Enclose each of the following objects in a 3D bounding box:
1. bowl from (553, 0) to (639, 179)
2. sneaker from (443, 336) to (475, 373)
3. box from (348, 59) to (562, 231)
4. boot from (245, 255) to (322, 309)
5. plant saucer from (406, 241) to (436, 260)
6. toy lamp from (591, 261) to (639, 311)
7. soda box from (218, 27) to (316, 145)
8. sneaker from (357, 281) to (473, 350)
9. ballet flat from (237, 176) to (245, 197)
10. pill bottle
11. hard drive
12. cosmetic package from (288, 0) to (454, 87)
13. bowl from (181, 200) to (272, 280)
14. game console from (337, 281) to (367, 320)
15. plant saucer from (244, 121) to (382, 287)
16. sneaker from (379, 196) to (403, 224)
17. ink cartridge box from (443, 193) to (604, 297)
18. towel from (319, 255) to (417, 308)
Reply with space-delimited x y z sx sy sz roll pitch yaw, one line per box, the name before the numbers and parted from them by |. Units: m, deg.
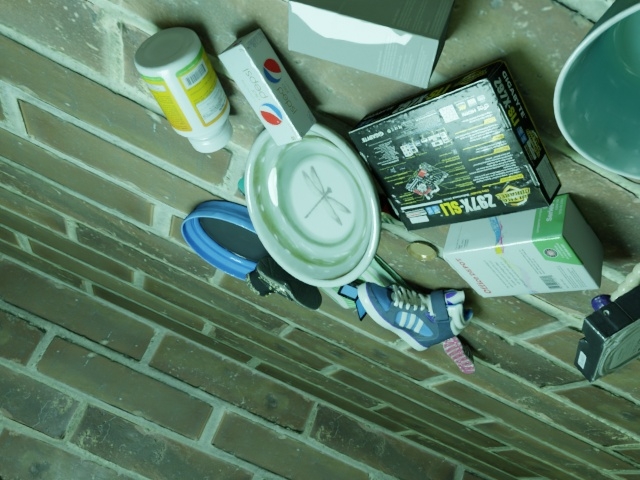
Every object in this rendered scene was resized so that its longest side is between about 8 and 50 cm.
bowl | 0.482 -0.235 0.704 0.311 0.163 0.311 17 150 10
sneaker | 0.473 0.372 1.844 0.063 0.075 0.170 -31 103 26
box | 0.241 -0.157 1.017 0.322 0.079 0.257 -12 121 48
boot | -0.122 0.148 1.703 0.236 0.085 0.178 36 151 -12
plant saucer | 0.271 0.026 1.445 0.083 0.015 0.083 17 152 10
toy lamp | 0.648 0.045 1.066 0.080 0.080 0.274 22 128 1
soda box | -0.101 -0.297 1.066 0.074 0.069 0.216 -6 129 42
sneaker | 0.294 0.177 1.569 0.236 0.130 0.323 -38 115 27
ballet flat | -0.149 -0.094 1.432 0.188 0.070 0.070 54 156 17
pill bottle | -0.275 -0.307 1.140 0.136 0.136 0.245 10 149 22
hard drive | 0.676 0.142 1.077 0.064 0.339 0.237 57 175 38
cosmetic package | 0.077 -0.343 0.845 0.238 0.127 0.107 19 151 11
bowl | -0.252 0.012 1.728 0.391 0.077 0.391 17 151 10
game console | 0.104 0.189 1.707 0.107 0.071 0.122 22 149 0
plant saucer | -0.008 -0.090 1.255 0.400 0.100 0.400 19 121 35
sneaker | 0.171 -0.068 1.330 0.161 0.057 0.075 15 167 11
ink cartridge box | 0.450 0.023 1.209 0.278 0.117 0.201 -12 137 45
towel | 0.119 0.139 1.723 0.325 0.038 0.248 -12 136 46
